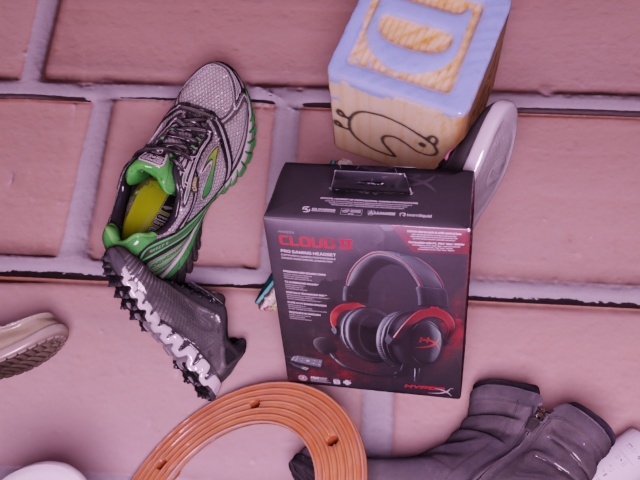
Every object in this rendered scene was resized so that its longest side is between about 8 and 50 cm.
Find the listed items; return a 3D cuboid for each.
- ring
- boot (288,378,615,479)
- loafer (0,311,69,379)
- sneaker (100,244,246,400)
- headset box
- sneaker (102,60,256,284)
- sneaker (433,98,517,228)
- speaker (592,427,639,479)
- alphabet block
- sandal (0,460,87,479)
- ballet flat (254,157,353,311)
[{"bbox_3d":[-0.097,0.303,0.883,0.336,0.032,0.337,-22,36,17],"label":"ring"},{"bbox_3d":[0.151,0.258,0.932,0.338,0.118,0.223,16,53,23],"label":"boot"},{"bbox_3d":[-0.463,0.142,1.026,0.268,0.102,0.092,-20,74,-2],"label":"loafer"},{"bbox_3d":[-0.177,0.085,1.001,0.106,0.078,0.234,-44,108,-25],"label":"sneaker"},{"bbox_3d":[0.061,0.038,0.906,0.217,0.293,0.110,4,40,11],"label":"headset box"},{"bbox_3d":[-0.185,-0.101,1.075,0.134,0.146,0.344,14,70,10],"label":"sneaker"},{"bbox_3d":[0.129,-0.065,0.983,0.147,0.296,0.104,38,38,24],"label":"sneaker"},{"bbox_3d":[0.329,0.280,0.929,0.136,0.055,0.055,-32,69,-8],"label":"speaker"},{"bbox_3d":[0.131,-0.221,1.068,0.192,0.197,0.194,21,72,13],"label":"alphabet block"},{"bbox_3d":[-0.313,0.443,0.870,0.169,0.102,0.417,3,90,1],"label":"sandal"},{"bbox_3d":[0.000,0.000,1.057,0.077,0.091,0.241,30,76,-8],"label":"ballet flat"}]
